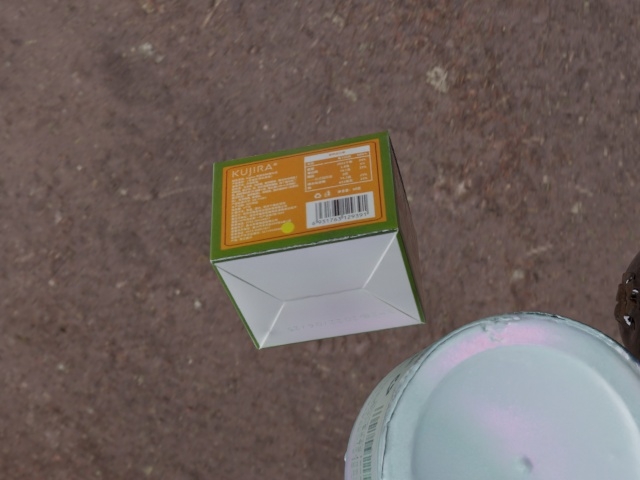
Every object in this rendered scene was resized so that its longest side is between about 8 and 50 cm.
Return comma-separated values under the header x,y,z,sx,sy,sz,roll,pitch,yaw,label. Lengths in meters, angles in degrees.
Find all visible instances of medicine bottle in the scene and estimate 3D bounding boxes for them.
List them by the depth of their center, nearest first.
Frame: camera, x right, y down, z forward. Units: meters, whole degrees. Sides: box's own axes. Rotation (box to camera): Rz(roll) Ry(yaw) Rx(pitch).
x,y,z,sx,sy,sz,roll,pitch,yaw,label
0.141,0.204,0.940,0.245,0.245,0.290,26,163,-1,medicine bottle

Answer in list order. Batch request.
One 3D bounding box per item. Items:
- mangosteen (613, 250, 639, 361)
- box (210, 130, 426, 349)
x,y,z,sx,sy,sz,roll,pitch,yaw,label
0.502,0.088,1.396,0.243,0.243,0.243,7,122,11,mangosteen
0.000,0.000,1.153,0.195,0.148,0.177,-11,142,9,box
